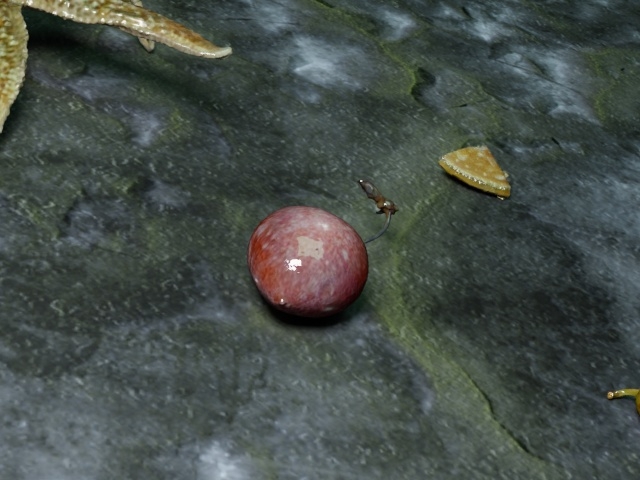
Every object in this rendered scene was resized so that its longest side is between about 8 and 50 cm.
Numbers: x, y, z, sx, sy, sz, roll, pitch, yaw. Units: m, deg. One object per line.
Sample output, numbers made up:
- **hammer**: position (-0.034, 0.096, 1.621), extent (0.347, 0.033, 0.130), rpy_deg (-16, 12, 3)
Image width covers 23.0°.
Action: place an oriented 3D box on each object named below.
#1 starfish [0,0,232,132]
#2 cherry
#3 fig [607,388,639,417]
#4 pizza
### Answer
- **starfish**: position (-0.322, -0.222, 1.609), extent (0.398, 0.132, 0.384), rpy_deg (-12, 42, -36)
- **cherry**: position (0.000, 0.000, 1.384), extent (0.107, 0.090, 0.225), rpy_deg (18, 27, 8)
- **fig**: position (0.281, 0.139, 1.333), extent (0.050, 0.050, 0.083), rpy_deg (-8, 16, -38)
- **pizza**: position (0.168, -0.075, 1.680), extent (0.083, 0.025, 0.078), rpy_deg (26, 33, 4)
